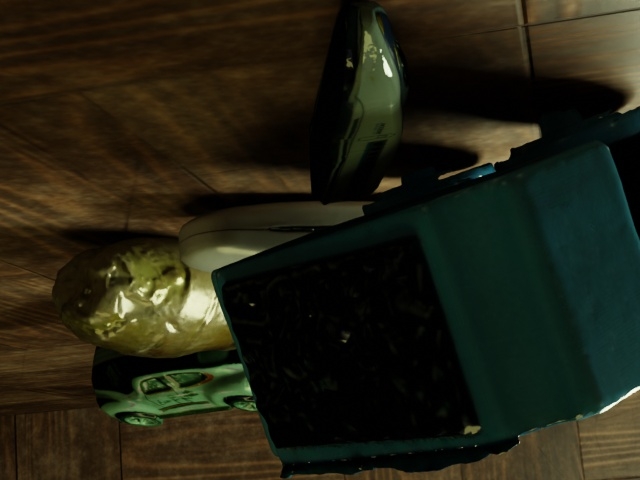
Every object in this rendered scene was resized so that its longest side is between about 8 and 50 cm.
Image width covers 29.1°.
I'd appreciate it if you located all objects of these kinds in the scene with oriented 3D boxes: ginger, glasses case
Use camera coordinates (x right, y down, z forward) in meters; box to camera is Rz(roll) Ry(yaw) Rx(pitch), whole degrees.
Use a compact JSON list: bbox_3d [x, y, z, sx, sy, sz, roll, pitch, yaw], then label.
[{"bbox_3d":[-0.121,0.050,1.113,0.263,0.116,0.109,-1,-151,-41],"label":"ginger"},{"bbox_3d":[0.000,0.000,1.015,0.233,0.059,0.092,-2,170,-17],"label":"glasses case"}]

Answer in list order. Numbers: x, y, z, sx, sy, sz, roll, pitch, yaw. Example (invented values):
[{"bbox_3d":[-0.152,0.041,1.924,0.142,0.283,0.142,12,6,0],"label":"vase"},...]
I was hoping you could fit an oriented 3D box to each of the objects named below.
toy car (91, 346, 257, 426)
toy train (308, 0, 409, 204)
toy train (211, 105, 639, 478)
[{"bbox_3d":[-0.157,0.121,1.375,0.306,0.136,0.125,-12,153,36],"label":"toy car"},{"bbox_3d":[0.026,-0.075,0.678,0.048,0.055,0.252,-3,169,-5],"label":"toy train"},{"bbox_3d":[0.087,0.038,0.815,0.265,0.188,0.300,-22,-178,-41],"label":"toy train"}]
